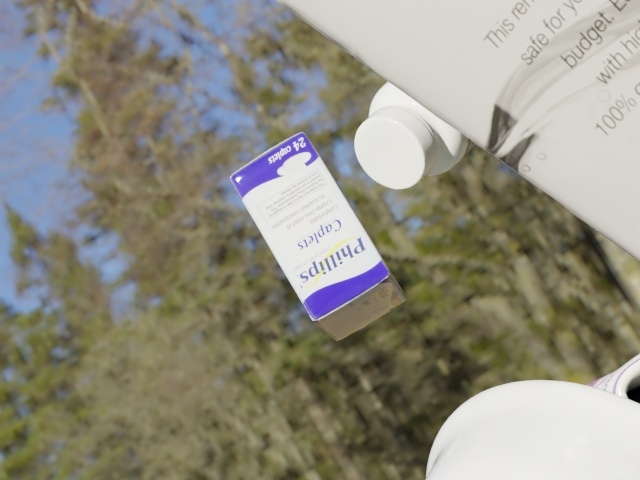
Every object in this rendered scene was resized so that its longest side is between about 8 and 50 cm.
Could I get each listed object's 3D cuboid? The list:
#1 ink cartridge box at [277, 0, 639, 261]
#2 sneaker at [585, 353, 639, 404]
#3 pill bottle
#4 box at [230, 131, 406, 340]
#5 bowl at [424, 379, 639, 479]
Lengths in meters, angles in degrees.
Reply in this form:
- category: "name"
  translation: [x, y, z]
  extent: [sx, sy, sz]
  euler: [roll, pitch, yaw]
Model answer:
- category: "ink cartridge box"
  translation: [0.197, -0.141, 0.708]
  extent: [0.285, 0.395, 0.166]
  euler: [-53, 2, 45]
- category: "sneaker"
  translation: [0.336, 0.120, 1.224]
  extent: [0.282, 0.102, 0.161]
  euler: [-7, -22, -15]
- category: "pill bottle"
  translation: [0.072, -0.082, 1.020]
  extent: [0.067, 0.067, 0.120]
  euler: [-41, 2, 46]
- category: "box"
  translation: [0.000, 0.000, 1.302]
  extent: [0.072, 0.137, 0.126]
  euler: [-32, -14, 2]
- category: "bowl"
  translation: [0.159, 0.247, 1.052]
  extent: [0.134, 0.298, 0.298]
  euler: [-38, -3, -40]
